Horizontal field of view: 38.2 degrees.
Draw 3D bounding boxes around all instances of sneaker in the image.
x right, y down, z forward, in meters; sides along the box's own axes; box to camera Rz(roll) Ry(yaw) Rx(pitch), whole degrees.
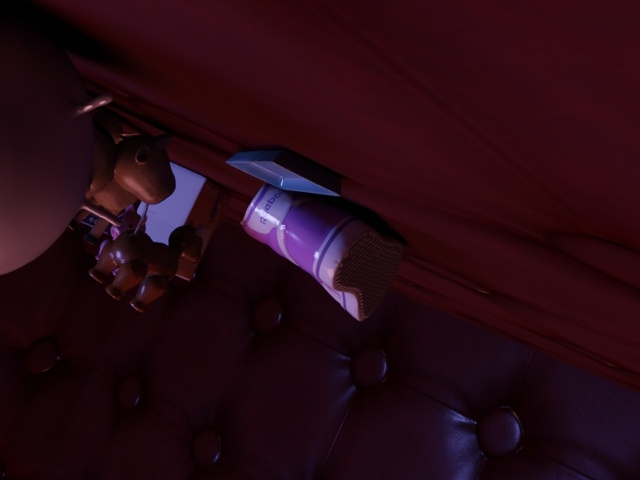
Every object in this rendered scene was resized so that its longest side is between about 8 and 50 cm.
[{"bbox_3d":[0.000,-0.001,1.060,0.161,0.102,0.282,30,172,20],"label":"sneaker"}]

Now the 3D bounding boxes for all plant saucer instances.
[{"bbox_3d":[-0.036,-0.064,0.847,0.067,0.018,0.192,25,176,-18],"label":"plant saucer"}]

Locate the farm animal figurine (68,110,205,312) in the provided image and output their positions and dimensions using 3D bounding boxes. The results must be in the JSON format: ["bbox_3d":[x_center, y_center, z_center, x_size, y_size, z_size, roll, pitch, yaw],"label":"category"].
[{"bbox_3d":[-0.262,-0.084,1.053,0.327,0.172,0.330,41,176,-33],"label":"farm animal figurine"}]

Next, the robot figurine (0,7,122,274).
[{"bbox_3d":[-0.322,-0.081,0.675,0.354,0.199,0.300,8,148,1],"label":"robot figurine"}]

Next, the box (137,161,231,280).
[{"bbox_3d":[-0.245,-0.033,1.578,0.091,0.170,0.130,25,177,18],"label":"box"}]

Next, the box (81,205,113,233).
[{"bbox_3d":[-0.420,-0.112,1.693,0.093,0.158,0.156,27,176,-37],"label":"box"}]
